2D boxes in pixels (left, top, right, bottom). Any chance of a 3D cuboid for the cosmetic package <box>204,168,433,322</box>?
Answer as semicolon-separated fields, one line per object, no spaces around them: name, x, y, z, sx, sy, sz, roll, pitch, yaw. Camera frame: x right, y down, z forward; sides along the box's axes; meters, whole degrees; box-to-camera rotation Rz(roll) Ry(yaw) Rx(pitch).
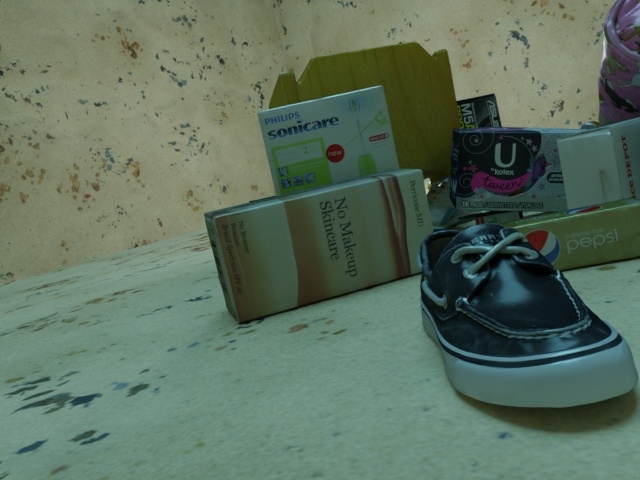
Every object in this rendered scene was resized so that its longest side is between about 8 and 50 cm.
cosmetic package;0.000;0.000;0.864;0.296;0.153;0.129;-16;9;-15

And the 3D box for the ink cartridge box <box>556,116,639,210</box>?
ink cartridge box;0.430;-0.093;0.840;0.203;0.148;0.086;-16;7;-32

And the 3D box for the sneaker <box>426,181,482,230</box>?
sneaker;0.241;-0.070;1.255;0.229;0.092;0.087;-20;11;-40

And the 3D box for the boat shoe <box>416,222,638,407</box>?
boat shoe;0.135;0.038;0.477;0.108;0.102;0.301;-12;6;1

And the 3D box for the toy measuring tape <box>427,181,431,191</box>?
toy measuring tape;0.484;-0.204;1.842;0.330;0.121;0.121;-9;7;24

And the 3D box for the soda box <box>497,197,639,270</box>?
soda box;0.285;-0.001;0.712;0.182;0.061;0.058;-11;6;14

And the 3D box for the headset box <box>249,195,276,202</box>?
headset box;-0.016;-0.068;1.552;0.283;0.131;0.246;-14;7;-14

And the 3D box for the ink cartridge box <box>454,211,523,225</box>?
ink cartridge box;0.308;-0.036;1.111;0.115;0.029;0.063;-11;6;24

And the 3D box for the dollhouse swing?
dollhouse swing;0.063;-0.208;1.269;0.347;0.314;0.305;-15;9;-18

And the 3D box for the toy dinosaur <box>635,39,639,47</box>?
toy dinosaur;0.461;-0.113;0.735;0.160;0.313;0.121;-49;2;-40

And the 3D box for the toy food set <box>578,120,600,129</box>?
toy food set;0.611;-0.165;1.208;0.232;0.111;0.105;31;33;32

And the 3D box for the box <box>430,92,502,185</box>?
box;0.382;-0.233;1.599;0.216;0.269;0.060;-14;6;-19

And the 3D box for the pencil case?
pencil case;0.537;-0.238;0.965;0.167;0.160;0.386;35;-4;30

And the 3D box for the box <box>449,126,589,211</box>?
box;0.362;-0.131;1.085;0.248;0.142;0.163;1;11;8

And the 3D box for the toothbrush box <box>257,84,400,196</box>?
toothbrush box;0.026;-0.093;1.024;0.206;0.283;0.122;-12;6;-2
